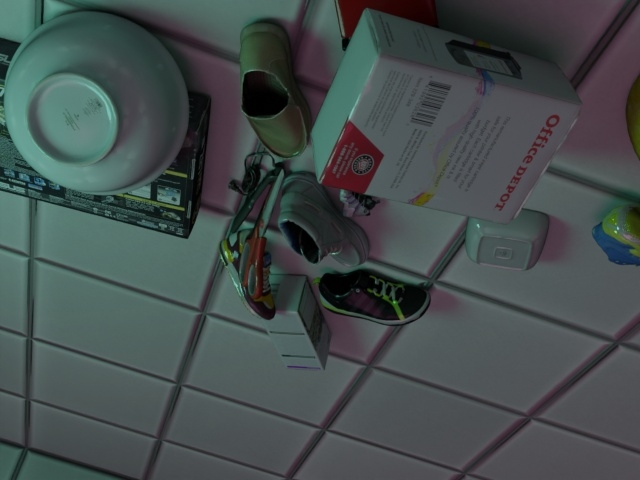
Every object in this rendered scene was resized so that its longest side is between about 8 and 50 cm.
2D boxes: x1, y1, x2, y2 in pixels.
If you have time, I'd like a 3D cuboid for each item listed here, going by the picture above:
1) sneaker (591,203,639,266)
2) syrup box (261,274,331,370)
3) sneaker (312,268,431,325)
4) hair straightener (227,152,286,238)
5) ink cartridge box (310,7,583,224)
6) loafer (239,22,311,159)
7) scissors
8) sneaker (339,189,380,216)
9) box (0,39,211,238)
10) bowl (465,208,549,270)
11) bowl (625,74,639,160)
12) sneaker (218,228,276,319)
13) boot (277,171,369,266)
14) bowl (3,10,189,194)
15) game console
[{"bbox_3d":[0.563,0.008,1.582,0.240,0.091,0.126,25,161,-15],"label":"sneaker"},{"bbox_3d":[-0.053,0.177,1.996,0.096,0.093,0.237,1,143,17],"label":"syrup box"},{"bbox_3d":[0.097,0.107,1.858,0.235,0.084,0.097,2,141,17],"label":"sneaker"},{"bbox_3d":[-0.127,-0.084,1.707,0.089,0.047,0.230,20,144,-8],"label":"hair straightener"},{"bbox_3d":[0.166,-0.165,1.314,0.306,0.131,0.226,11,129,-20],"label":"ink cartridge box"},{"bbox_3d":[-0.081,-0.214,1.476,0.102,0.092,0.268,3,143,16],"label":"loafer"},{"bbox_3d":[-0.110,-0.024,1.705,0.021,0.109,0.297,-1,125,-20],"label":"scissors"},{"bbox_3d":[0.071,-0.074,1.665,0.069,0.038,0.098,5,153,10],"label":"sneaker"},{"bbox_3d":[-0.401,-0.166,1.650,0.395,0.097,0.318,15,146,-1],"label":"box"},{"bbox_3d":[0.326,0.004,1.667,0.142,0.053,0.142,10,146,8],"label":"bowl"},{"bbox_3d":[0.574,-0.133,1.306,0.289,0.156,0.289,9,144,7],"label":"bowl"},{"bbox_3d":[-0.124,0.067,1.840,0.084,0.069,0.185,-26,99,23],"label":"sneaker"},{"bbox_3d":[0.000,0.000,1.711,0.095,0.123,0.258,-12,137,32],"label":"boot"},{"bbox_3d":[-0.360,-0.195,1.440,0.298,0.134,0.298,1,109,4],"label":"bowl"},{"bbox_3d":[0.105,-0.313,1.346,0.144,0.085,0.124,-2,172,23],"label":"game console"}]
